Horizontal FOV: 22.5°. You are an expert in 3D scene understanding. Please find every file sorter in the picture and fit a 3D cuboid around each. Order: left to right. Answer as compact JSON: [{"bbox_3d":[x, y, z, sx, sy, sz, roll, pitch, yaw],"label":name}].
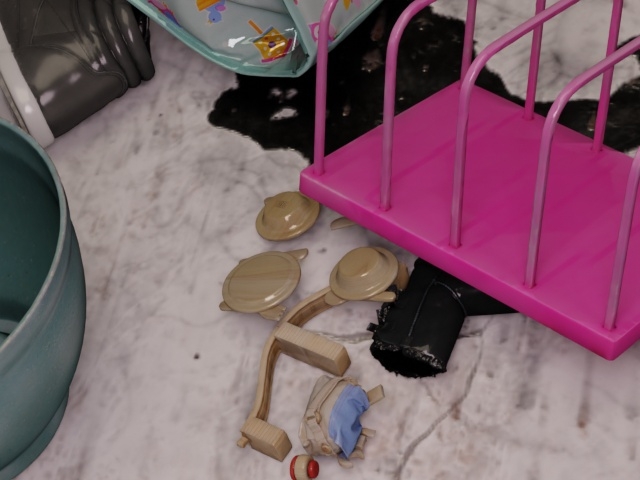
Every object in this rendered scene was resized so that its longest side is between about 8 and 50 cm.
[{"bbox_3d":[0.159,-0.091,1.171,0.290,0.182,0.202,29,44,32],"label":"file sorter"}]

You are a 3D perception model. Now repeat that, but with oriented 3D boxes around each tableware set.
[{"bbox_3d":[0.000,0.000,1.257,0.141,0.020,0.169,-7,42,22],"label":"tableware set"}]

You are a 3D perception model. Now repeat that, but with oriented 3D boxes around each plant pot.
[{"bbox_3d":[-0.295,0.073,1.182,0.293,0.196,0.293,-8,50,9],"label":"plant pot"}]

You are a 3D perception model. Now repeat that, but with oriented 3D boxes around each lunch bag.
[{"bbox_3d":[-0.057,-0.273,1.401,0.262,0.160,0.223,34,46,8],"label":"lunch bag"}]

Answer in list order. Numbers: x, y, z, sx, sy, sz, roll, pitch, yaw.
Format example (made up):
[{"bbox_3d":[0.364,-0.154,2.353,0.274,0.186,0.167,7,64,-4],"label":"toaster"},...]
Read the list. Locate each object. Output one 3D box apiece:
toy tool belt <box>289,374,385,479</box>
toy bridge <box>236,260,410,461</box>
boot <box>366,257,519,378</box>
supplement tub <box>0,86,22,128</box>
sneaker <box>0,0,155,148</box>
[{"bbox_3d":[0.013,0.136,1.146,0.051,0.052,0.083,1,52,26],"label":"toy tool belt"},{"bbox_3d":[-0.008,0.082,1.211,0.063,0.026,0.188,21,60,31],"label":"toy bridge"},{"bbox_3d":[0.100,0.057,1.191,0.121,0.045,0.099,10,52,30],"label":"boot"},{"bbox_3d":[-0.292,-0.094,1.374,0.071,0.107,0.071,-7,50,9],"label":"supplement tub"},{"bbox_3d":[-0.241,-0.219,1.473,0.147,0.104,0.296,-24,56,-8],"label":"sneaker"}]
